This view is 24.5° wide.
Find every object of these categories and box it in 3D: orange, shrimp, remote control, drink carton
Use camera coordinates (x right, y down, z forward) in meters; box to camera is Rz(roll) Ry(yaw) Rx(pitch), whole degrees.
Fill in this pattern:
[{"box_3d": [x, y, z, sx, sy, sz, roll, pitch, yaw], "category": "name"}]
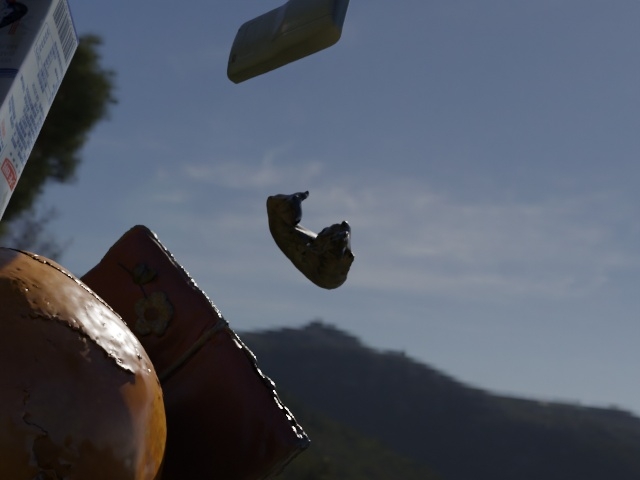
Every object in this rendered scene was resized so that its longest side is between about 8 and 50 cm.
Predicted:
[{"box_3d": [-0.215, 0.119, 0.892, 0.246, 0.246, 0.246, 7, -9, 1], "category": "orange"}, {"box_3d": [-0.012, -0.012, 1.873, 0.145, 0.059, 0.254, 48, -13, 9], "category": "shrimp"}, {"box_3d": [-0.028, -0.183, 1.273, 0.029, 0.061, 0.162, 31, -28, -31], "category": "remote control"}, {"box_3d": [-0.365, -0.151, 1.564, 0.130, 0.315, 0.107, 3, -42, 10], "category": "drink carton"}]

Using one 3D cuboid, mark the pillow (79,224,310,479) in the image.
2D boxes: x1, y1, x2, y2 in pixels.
[{"box_3d": [-0.108, 0.098, 1.023, 0.232, 0.126, 0.043, 50, 9, 35], "category": "pillow"}]
